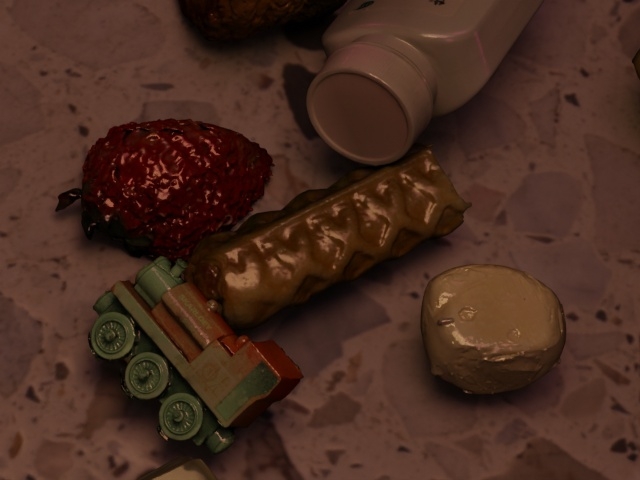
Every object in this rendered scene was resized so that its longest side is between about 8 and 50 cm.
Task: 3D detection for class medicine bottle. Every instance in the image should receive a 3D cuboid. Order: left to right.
[{"bbox_3d":[0.097,-0.196,1.811,0.161,0.111,0.296,3,40,33],"label":"medicine bottle"}]

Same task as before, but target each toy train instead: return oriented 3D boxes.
[{"bbox_3d":[-0.112,0.092,1.647,0.118,0.074,0.176,-43,72,9],"label":"toy train"}]

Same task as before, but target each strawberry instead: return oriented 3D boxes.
[{"bbox_3d":[-0.134,-0.055,1.747,0.192,0.085,0.140,9,57,-8],"label":"strawberry"}]

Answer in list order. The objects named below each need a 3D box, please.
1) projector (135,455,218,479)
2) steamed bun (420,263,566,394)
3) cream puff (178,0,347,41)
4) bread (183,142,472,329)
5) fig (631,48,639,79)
[{"bbox_3d":[-0.156,0.312,1.527,0.269,0.088,0.193,-31,71,-24],"label":"projector"},{"bbox_3d":[0.147,0.078,1.718,0.130,0.091,0.112,-2,59,-13],"label":"steamed bun"},{"bbox_3d":[-0.038,-0.275,1.849,0.169,0.183,0.183,-3,61,-25],"label":"cream puff"},{"bbox_3d":[-0.001,-0.001,1.738,0.269,0.087,0.098,-25,71,-22],"label":"bread"},{"bbox_3d":[0.431,-0.171,1.845,0.271,0.239,0.239,-3,59,11],"label":"fig"}]
